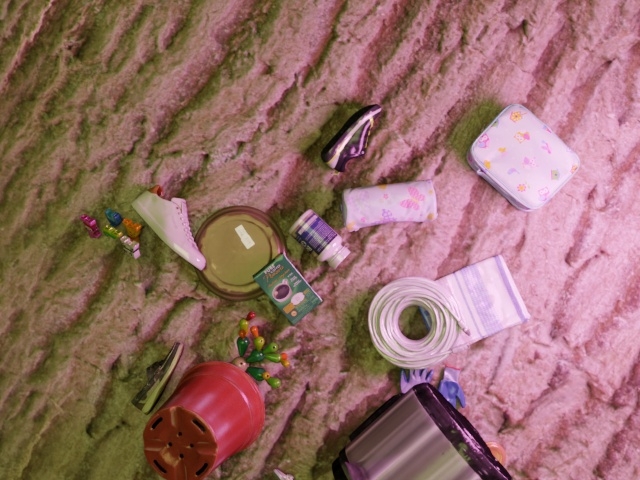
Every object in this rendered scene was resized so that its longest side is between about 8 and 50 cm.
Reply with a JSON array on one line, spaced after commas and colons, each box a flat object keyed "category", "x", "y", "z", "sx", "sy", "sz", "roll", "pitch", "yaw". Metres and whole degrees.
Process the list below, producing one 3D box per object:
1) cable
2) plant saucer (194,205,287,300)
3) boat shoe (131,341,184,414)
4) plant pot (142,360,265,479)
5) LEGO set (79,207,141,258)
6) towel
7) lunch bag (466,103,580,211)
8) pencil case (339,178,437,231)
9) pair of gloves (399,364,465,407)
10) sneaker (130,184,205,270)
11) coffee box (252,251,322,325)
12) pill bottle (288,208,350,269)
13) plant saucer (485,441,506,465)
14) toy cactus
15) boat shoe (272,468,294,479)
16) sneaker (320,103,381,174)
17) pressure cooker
[{"category": "cable", "x": 0.262, "y": 0.227, "z": 1.901, "sx": 0.257, "sy": 0.089, "sz": 0.257, "roll": -28, "pitch": 81, "yaw": 12}, {"category": "plant saucer", "x": -0.234, "y": 0.036, "z": 1.967, "sx": 0.277, "sy": 0.041, "sz": 0.278, "roll": 0, "pitch": 86, "yaw": 2}, {"category": "boat shoe", "x": -0.460, "y": 0.380, "z": 1.929, "sx": 0.073, "sy": 0.080, "sz": 0.224, "roll": 28, "pitch": 92, "yaw": -2}, {"category": "plant pot", "x": -0.315, "y": 0.487, "z": 1.796, "sx": 0.272, "sy": 0.265, "sz": 0.273, "roll": 2, "pitch": 98, "yaw": 13}, {"category": "LEGO set", "x": -0.567, "y": -0.013, "z": 1.952, "sx": 0.227, "sy": 0.093, "sz": 0.087, "roll": 25, "pitch": 50, "yaw": 28}, {"category": "towel", "x": 0.427, "y": 0.183, "z": 1.947, "sx": 0.284, "sy": 0.034, "sz": 0.209, "roll": -22, "pitch": 86, "yaw": 0}, {"category": "lunch bag", "x": 0.558, "y": -0.230, "z": 1.932, "sx": 0.279, "sy": 0.108, "sz": 0.224, "roll": 43, "pitch": 93, "yaw": 5}, {"category": "pencil case", "x": 0.191, "y": -0.098, "z": 1.930, "sx": 0.273, "sy": 0.113, "sz": 0.124, "roll": -7, "pitch": 96, "yaw": 1}, {"category": "pair of gloves", "x": 0.317, "y": 0.421, "z": 1.941, "sx": 0.198, "sy": 0.023, "sz": 0.159, "roll": 11, "pitch": 89, "yaw": 3}, {"category": "sneaker", "x": -0.403, "y": -0.046, "z": 1.929, "sx": 0.123, "sy": 0.106, "sz": 0.290, "roll": -43, "pitch": 76, "yaw": -6}, {"category": "coffee box", "x": -0.093, "y": 0.135, "z": 1.933, "sx": 0.113, "sy": 0.040, "sz": 0.184, "roll": -41, "pitch": 104, "yaw": -2}, {"category": "pill bottle", "x": 0.000, "y": 0.000, "z": 1.936, "sx": 0.169, "sy": 0.094, "sz": 0.094, "roll": 43, "pitch": 88, "yaw": 4}, {"category": "plant saucer", "x": 0.481, "y": 0.609, "z": 1.929, "sx": 0.083, "sy": 0.013, "sz": 0.084, "roll": 0, "pitch": 86, "yaw": 1}, {"category": "toy cactus", "x": -0.193, "y": 0.327, "z": 1.931, "sx": 0.180, "sy": 0.112, "sz": 0.219, "roll": -32, "pitch": 89, "yaw": 18}, {"category": "boat shoe", "x": -0.091, "y": 0.675, "z": 1.930, "sx": 0.100, "sy": 0.035, "sz": 0.035, "roll": 44, "pitch": 61, "yaw": 7}, {"category": "sneaker", "x": 0.100, "y": -0.288, "z": 1.974, "sx": 0.235, "sy": 0.084, "sz": 0.097, "roll": -47, "pitch": 111, "yaw": -1}, {"category": "pressure cooker", "x": 0.230, "y": 0.619, "z": 1.750, "sx": 0.420, "sy": 0.375, "sz": 0.370, "roll": -43, "pitch": 89, "yaw": 3}]
